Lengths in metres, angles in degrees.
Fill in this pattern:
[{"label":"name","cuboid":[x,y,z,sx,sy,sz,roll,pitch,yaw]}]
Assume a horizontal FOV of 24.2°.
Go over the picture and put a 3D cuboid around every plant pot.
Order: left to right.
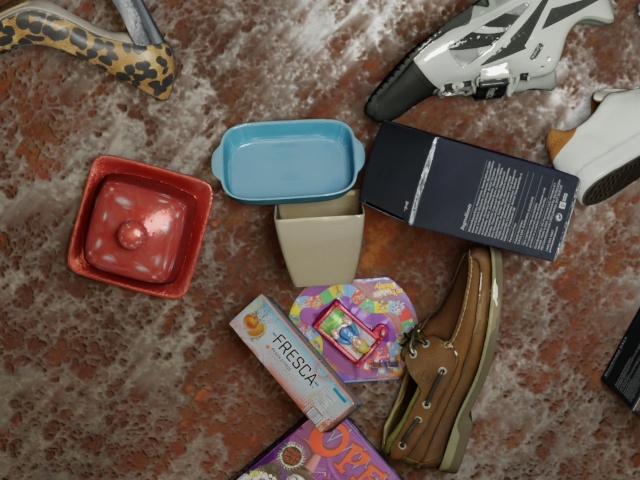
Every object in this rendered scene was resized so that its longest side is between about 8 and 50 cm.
[{"label":"plant pot","cuboid":[0.000,0.000,1.840,0.109,0.109,0.096,-3,109,0]}]

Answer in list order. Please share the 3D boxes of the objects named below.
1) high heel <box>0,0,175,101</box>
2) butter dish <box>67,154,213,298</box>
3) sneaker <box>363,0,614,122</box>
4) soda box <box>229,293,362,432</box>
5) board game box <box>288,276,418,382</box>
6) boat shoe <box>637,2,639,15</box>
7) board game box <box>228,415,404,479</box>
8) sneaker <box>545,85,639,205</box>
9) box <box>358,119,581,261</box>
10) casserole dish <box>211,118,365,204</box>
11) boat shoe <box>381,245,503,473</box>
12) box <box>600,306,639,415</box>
[{"label":"high heel","cuboid":[-0.316,-0.215,1.827,0.261,0.093,0.186,-22,110,10]},{"label":"butter dish","cuboid":[-0.226,-0.012,1.827,0.160,0.118,0.159,15,97,-2]},{"label":"sneaker","cuboid":[0.210,-0.220,1.802,0.331,0.122,0.146,-36,93,4]},{"label":"soda box","cuboid":[-0.030,0.153,1.850,0.058,0.063,0.183,-41,78,4]},{"label":"board game box","cuboid":[0.041,0.117,1.885,0.169,0.033,0.133,-3,97,0]},{"label":"boat shoe","cuboid":[0.547,-0.302,1.800,0.320,0.118,0.103,-23,93,10]},{"label":"board game box","cuboid":[0.047,0.394,1.911,0.208,0.056,0.347,-41,95,0]},{"label":"sneaker","cuboid":[0.406,-0.162,1.822,0.290,0.106,0.123,-27,61,-12]},{"label":"box","cuboid":[0.175,-0.060,1.775,0.207,0.153,0.108,14,97,-25]},{"label":"casserole dish","cuboid":[-0.039,-0.092,1.838,0.188,0.037,0.114,-3,60,-1]},{"label":"boat shoe","cuboid":[0.148,0.146,1.826,0.105,0.110,0.307,10,108,-3]},{"label":"box","cuboid":[0.460,0.095,1.808,0.103,0.184,0.261,27,96,-6]}]
